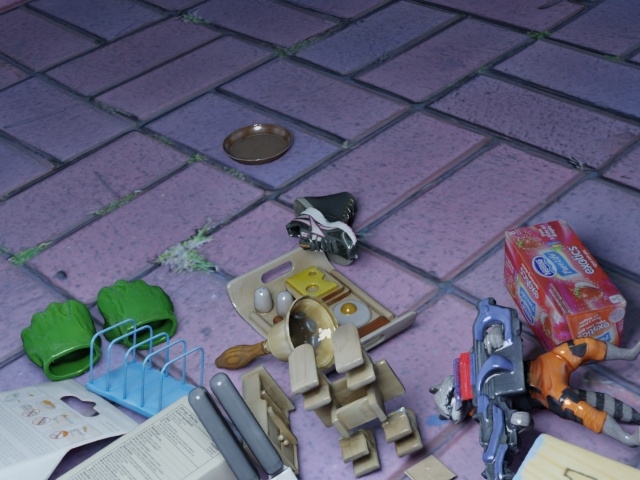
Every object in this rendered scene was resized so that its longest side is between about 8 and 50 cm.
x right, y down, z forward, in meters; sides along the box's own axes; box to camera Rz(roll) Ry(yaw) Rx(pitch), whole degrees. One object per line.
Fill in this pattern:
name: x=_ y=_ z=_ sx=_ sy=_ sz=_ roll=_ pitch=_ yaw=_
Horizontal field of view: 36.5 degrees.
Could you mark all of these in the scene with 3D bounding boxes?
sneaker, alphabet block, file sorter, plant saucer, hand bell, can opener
sneaker: x=0.043 y=-0.037 z=1.986 sx=0.118 sy=0.083 sz=0.222 roll=-17 pitch=40 yaw=-22
alphabet block: x=0.339 y=0.404 z=1.261 sx=0.197 sy=0.192 sz=0.193 roll=17 pitch=44 yaw=30
sneaker: x=0.000 y=0.000 z=1.863 sx=0.077 sy=0.072 sz=0.178 roll=-28 pitch=33 yaw=-26
file sorter: x=-0.296 y=0.215 z=1.654 sx=0.170 sy=0.105 sz=0.118 roll=17 pitch=22 yaw=29
plant saucer: x=-0.149 y=-0.225 z=2.312 sx=0.168 sy=0.029 sz=0.168 roll=-4 pitch=37 yaw=3
hand bell: x=-0.093 y=0.184 z=1.657 sx=0.242 sy=0.126 sz=0.126 roll=-22 pitch=22 yaw=40
can opener: x=-0.091 y=0.325 z=1.383 sx=0.076 sy=0.283 sz=0.095 roll=-32 pitch=5 yaw=-2

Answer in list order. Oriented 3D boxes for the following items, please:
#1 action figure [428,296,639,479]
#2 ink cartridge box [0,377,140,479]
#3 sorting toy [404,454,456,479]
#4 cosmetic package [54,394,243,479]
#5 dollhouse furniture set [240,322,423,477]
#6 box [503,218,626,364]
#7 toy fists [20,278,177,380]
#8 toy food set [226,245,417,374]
action figure: x=0.333 y=0.270 z=1.510 sx=0.330 sy=0.178 sz=0.341 roll=0 pitch=58 yaw=20
ink cartridge box: x=-0.513 y=0.338 z=1.530 sx=0.385 sy=0.091 sz=0.308 roll=-12 pitch=17 yaw=-36
sorting toy: x=0.176 y=0.365 z=1.482 sx=0.062 sy=0.012 sz=0.083 roll=-22 pitch=35 yaw=-27
cosmetic package: x=-0.274 y=0.384 z=1.443 sx=0.309 sy=0.113 sz=0.160 roll=-30 pitch=43 yaw=-29
dollhouse furniture set: x=0.006 y=0.245 z=1.512 sx=0.242 sy=0.212 sz=0.161 roll=-27 pitch=32 yaw=12
box: x=0.424 y=0.091 z=1.717 sx=0.122 sy=0.128 sz=0.257 roll=-12 pitch=37 yaw=-7
toy fists: x=-0.405 y=0.157 z=1.786 sx=0.279 sy=0.096 sz=0.142 roll=-20 pitch=47 yaw=-21
toy food set: x=-0.003 y=0.113 z=1.781 sx=0.219 sy=0.092 sz=0.306 roll=-27 pitch=41 yaw=-25
